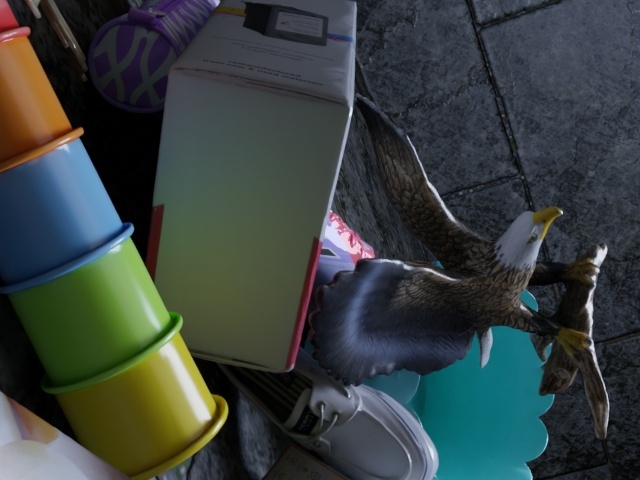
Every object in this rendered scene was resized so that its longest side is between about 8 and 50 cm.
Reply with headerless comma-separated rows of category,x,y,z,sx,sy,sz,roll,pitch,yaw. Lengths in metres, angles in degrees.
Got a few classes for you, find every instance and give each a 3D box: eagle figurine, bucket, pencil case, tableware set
eagle figurine,0.124,0.023,0.812,0.226,0.298,0.225,-109,-141,-65
bucket,0.122,0.162,1.033,0.281,0.183,0.281,5,82,-46
pencil case,-0.140,-0.180,0.799,0.206,0.086,0.088,-83,180,-65
tableware set,-0.193,-0.179,0.556,0.141,0.020,0.169,59,-7,8

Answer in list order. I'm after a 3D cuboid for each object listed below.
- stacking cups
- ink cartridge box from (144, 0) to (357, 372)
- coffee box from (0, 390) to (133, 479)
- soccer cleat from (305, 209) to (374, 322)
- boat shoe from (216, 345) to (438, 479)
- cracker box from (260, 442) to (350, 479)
stacking cups,-0.163,-0.014,0.508,0.096,0.096,0.316,-71,137,-70
ink cartridge box,-0.050,-0.071,0.757,0.306,0.131,0.226,-86,-173,-64
coffee box,-0.134,0.150,0.344,0.246,0.098,0.141,57,20,-51
soccer cleat,0.000,0.000,1.108,0.109,0.116,0.318,-94,162,-48
boat shoe,-0.006,0.153,0.794,0.076,0.226,0.083,-4,121,-63
cracker box,0.062,0.285,0.779,0.232,0.067,0.156,24,-26,40
